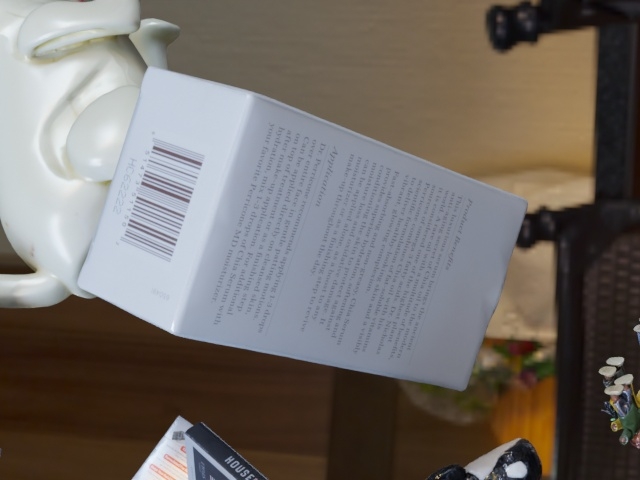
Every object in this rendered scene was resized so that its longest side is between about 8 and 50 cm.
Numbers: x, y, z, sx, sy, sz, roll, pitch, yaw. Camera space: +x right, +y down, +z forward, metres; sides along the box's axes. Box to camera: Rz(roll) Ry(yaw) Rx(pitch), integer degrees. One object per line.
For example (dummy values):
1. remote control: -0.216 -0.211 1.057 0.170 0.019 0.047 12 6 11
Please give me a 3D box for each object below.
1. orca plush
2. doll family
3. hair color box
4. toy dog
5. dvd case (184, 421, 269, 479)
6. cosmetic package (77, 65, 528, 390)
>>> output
1. orca plush: 0.162 0.356 1.569 0.102 0.287 0.151 45 158 50
2. doll family: 0.400 0.179 1.626 0.193 0.076 0.111 -41 -65 -30
3. hair color box: -0.192 0.324 1.712 0.167 0.093 0.053 -54 -18 -16
4. toy dog: -0.306 -0.148 1.539 0.395 0.408 0.284 -43 -20 2
5. dvd case: -0.055 0.317 1.367 0.029 0.238 0.179 -30 -43 -32
6. cosmetic package: 0.000 0.000 1.355 0.453 0.161 0.230 17 -88 -47
